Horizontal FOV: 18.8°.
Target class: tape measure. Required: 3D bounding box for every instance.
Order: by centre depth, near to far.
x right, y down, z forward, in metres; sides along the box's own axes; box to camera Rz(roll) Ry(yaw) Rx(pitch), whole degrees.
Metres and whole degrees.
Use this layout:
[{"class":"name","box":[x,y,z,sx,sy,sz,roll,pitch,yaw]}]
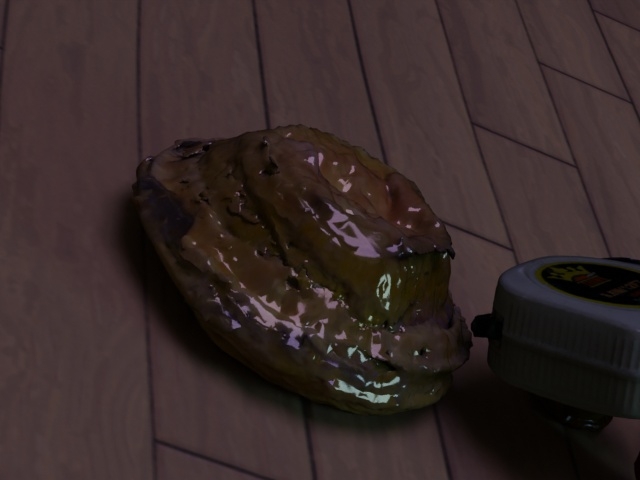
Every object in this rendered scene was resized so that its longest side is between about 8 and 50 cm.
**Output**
[{"class":"tape measure","box":[0.258,0.084,1.719,0.207,0.115,0.235,13,17,31]}]

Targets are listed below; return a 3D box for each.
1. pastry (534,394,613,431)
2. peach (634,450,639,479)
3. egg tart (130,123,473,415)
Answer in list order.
[{"class":"pastry","box":[0.241,0.130,1.820,0.109,0.057,0.097,9,38,-34]},{"class":"peach","box":[0.392,0.224,1.684,0.226,0.196,0.190,2,64,-21]},{"class":"egg tart","box":[0.000,0.000,1.701,0.352,0.150,0.352,27,26,-15]}]
